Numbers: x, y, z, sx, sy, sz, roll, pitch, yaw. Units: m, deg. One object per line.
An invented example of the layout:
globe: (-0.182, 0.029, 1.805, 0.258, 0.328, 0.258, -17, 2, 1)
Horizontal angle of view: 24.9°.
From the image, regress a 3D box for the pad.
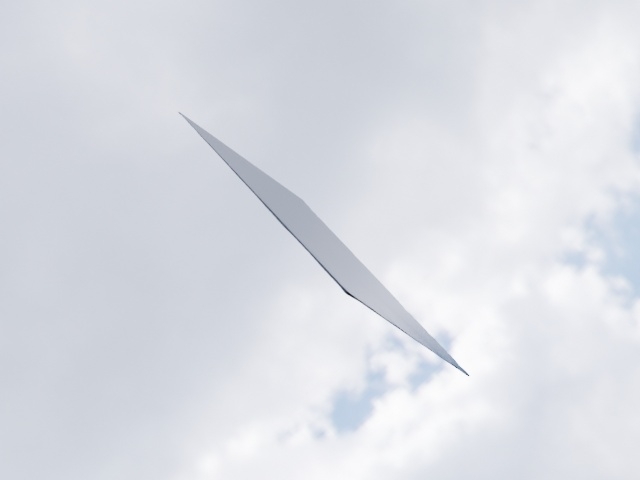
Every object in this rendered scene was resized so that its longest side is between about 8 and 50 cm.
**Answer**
pad: (0.000, 0.000, 0.815, 0.004, 0.190, 0.127, -48, -43, 6)
